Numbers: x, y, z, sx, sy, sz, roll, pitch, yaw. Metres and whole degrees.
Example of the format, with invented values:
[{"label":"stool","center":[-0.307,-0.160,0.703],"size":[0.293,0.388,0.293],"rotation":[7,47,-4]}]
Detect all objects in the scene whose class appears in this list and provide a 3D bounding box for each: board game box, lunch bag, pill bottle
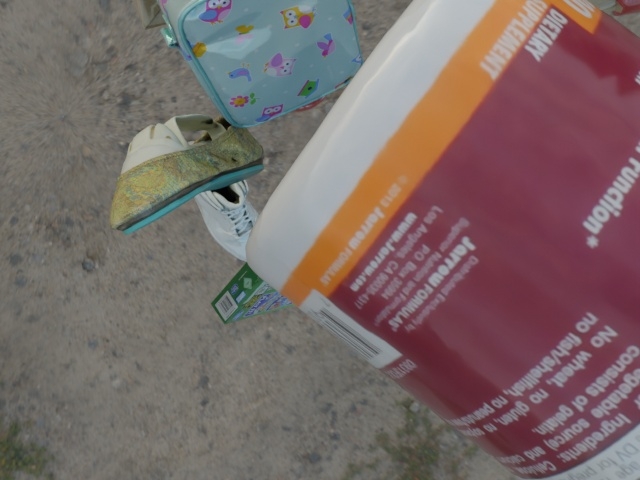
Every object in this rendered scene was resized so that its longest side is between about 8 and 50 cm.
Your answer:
[{"label":"board game box","center":[0.000,0.000,1.217],"size":[0.213,0.046,0.317],"rotation":[-9,148,-52]},{"label":"lunch bag","center":[-0.074,-0.268,0.999],"size":[0.224,0.279,0.108],"rotation":[-24,63,1]},{"label":"pill bottle","center":[0.176,0.042,0.442],"size":[0.392,0.224,0.224],"rotation":[37,86,1]}]

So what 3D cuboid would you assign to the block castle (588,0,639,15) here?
[{"label":"block castle","center":[0.324,-0.534,1.074],"size":[0.213,0.303,0.453],"rotation":[-19,123,1]}]

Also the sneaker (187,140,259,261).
[{"label":"sneaker","center":[-0.178,-0.057,1.607],"size":[0.108,0.169,0.292],"rotation":[-38,113,-9]}]

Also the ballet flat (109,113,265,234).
[{"label":"ballet flat","center":[-0.179,-0.101,1.037],"size":[0.123,0.348,0.123],"rotation":[6,108,19]}]

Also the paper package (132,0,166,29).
[{"label":"paper package","center":[-0.284,-0.577,1.384],"size":[0.168,0.325,0.309],"rotation":[-17,140,-12]}]

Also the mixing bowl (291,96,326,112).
[{"label":"mixing bowl","center":[-0.043,-0.312,1.530],"size":[0.181,0.098,0.181],"rotation":[-12,123,-19]}]
